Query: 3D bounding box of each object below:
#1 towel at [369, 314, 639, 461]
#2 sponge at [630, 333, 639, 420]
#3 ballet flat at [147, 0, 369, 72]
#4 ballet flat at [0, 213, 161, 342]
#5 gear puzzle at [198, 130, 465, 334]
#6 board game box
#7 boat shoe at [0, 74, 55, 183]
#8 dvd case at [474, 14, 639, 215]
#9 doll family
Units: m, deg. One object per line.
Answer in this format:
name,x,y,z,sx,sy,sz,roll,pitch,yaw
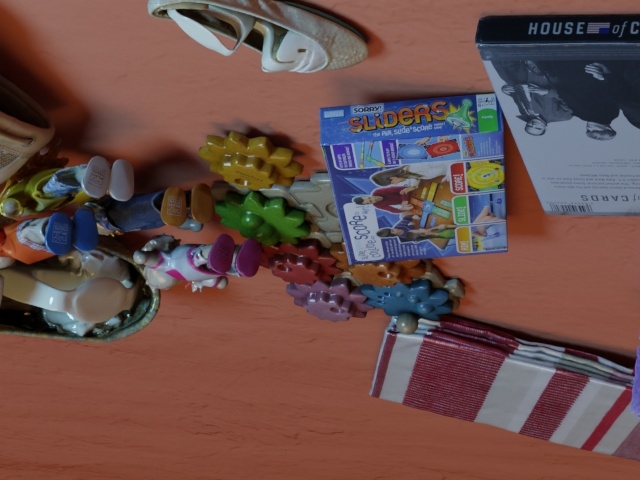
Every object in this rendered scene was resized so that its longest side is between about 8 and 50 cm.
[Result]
towel,0.220,0.153,1.684,0.329,0.037,0.237,13,157,3
sponge,0.363,0.089,1.379,0.210,0.117,0.031,-9,149,40
ballet flat,-0.046,-0.145,1.157,0.168,0.052,0.057,21,154,-18
ballet flat,-0.286,0.036,1.475,0.348,0.123,0.123,7,165,-45
gear puzzle,0.000,0.000,1.450,0.175,0.044,0.339,0,152,26
board game box,0.077,-0.044,1.297,0.136,0.035,0.201,-4,153,5
boat shoe,-0.323,-0.148,1.238,0.110,0.122,0.341,-34,147,6
dvd case,0.224,-0.084,1.186,0.179,0.030,0.239,2,154,21
doll family,-0.181,-0.026,1.424,0.263,0.118,0.163,10,168,-38
